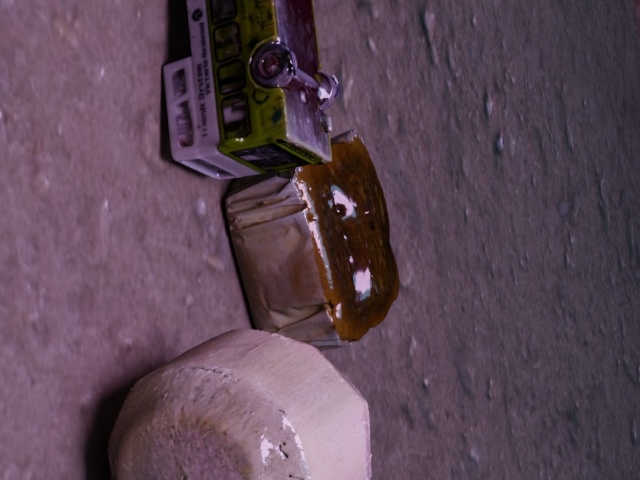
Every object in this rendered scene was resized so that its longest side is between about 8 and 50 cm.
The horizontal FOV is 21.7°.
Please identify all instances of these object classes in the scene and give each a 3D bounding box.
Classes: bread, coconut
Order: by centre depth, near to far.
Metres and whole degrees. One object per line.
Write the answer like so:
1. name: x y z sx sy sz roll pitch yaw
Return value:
1. coconut: -0.057 0.184 1.442 0.234 0.224 0.224 -6 90 -63
2. bread: 0.001 0.002 1.703 0.192 0.109 0.210 -35 116 -61

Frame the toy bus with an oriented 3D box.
1. toy bus: -0.072 -0.210 1.582 0.113 0.139 0.302 26 54 -60
